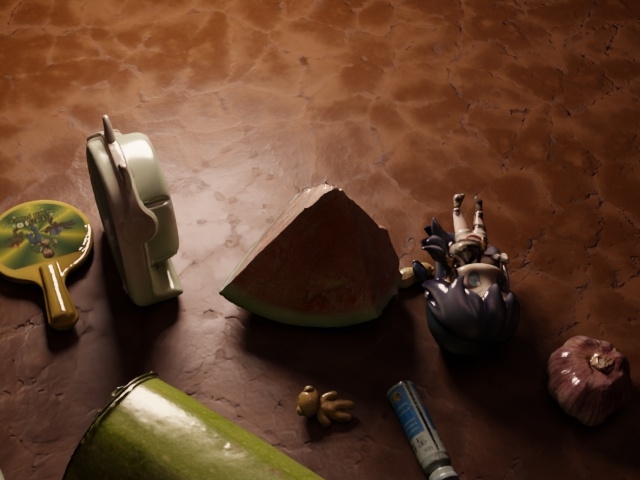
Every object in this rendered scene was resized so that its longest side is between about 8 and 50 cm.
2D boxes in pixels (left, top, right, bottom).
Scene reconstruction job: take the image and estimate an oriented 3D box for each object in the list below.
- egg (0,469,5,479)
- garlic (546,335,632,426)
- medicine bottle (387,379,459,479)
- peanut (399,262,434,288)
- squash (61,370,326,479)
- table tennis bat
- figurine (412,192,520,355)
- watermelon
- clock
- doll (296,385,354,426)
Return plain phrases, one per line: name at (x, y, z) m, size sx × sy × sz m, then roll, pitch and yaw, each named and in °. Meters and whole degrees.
egg at (-0.561, 0.388, 1.695) m, size 0.183 × 0.183 × 0.264 m, roll -31°, pitch 65°, yaw -24°
garlic at (0.455, 0.228, 1.916) m, size 0.147 × 0.102 × 0.159 m, roll 20°, pitch 52°, yaw 15°
medicine bottle at (0.167, 0.318, 1.864) m, size 0.051 × 0.051 × 0.191 m, roll -14°, pitch 53°, yaw -14°
peanut at (0.172, 0.064, 2.085) m, size 0.083 × 0.037 × 0.037 m, roll -15°, pitch 52°, yaw -20°
squash at (-0.170, 0.392, 1.654) m, size 0.384 × 0.263 × 0.263 m, roll 29°, pitch 55°, yaw 20°
table tennis bat at (-0.502, 0.040, 2.077) m, size 0.198 × 0.050 × 0.321 m, roll -15°, pitch 48°, yaw -16°
figurine at (0.253, 0.072, 1.977) m, size 0.175 × 0.197 × 0.265 m, roll 1°, pitch 47°, yaw -2°
watermelon at (-0.014, 0.039, 1.976) m, size 0.283 × 0.292 × 0.250 m, roll 25°, pitch 83°, yaw 16°
clock at (-0.326, -0.064, 1.985) m, size 0.108 × 0.324 × 0.265 m, roll -15°, pitch 54°, yaw -14°
doll at (0.007, 0.278, 1.891) m, size 0.093 × 0.051 × 0.062 m, roll 11°, pitch 79°, yaw 11°
